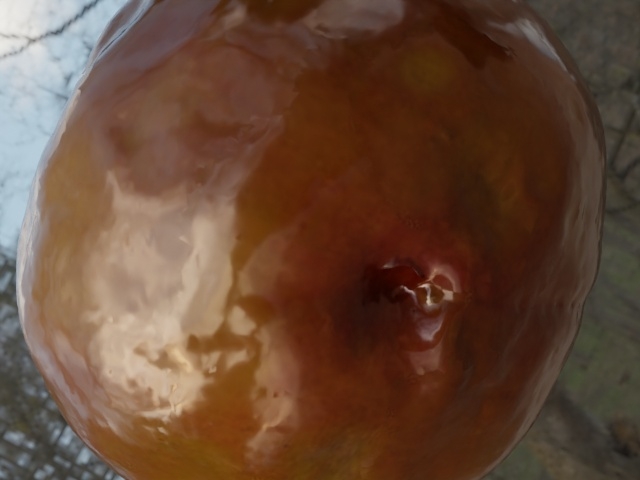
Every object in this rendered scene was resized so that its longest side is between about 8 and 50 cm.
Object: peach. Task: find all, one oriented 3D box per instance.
[{"bbox_3d":[0.000,0.000,0.727,0.302,0.343,0.342,25,91,62],"label":"peach"}]
